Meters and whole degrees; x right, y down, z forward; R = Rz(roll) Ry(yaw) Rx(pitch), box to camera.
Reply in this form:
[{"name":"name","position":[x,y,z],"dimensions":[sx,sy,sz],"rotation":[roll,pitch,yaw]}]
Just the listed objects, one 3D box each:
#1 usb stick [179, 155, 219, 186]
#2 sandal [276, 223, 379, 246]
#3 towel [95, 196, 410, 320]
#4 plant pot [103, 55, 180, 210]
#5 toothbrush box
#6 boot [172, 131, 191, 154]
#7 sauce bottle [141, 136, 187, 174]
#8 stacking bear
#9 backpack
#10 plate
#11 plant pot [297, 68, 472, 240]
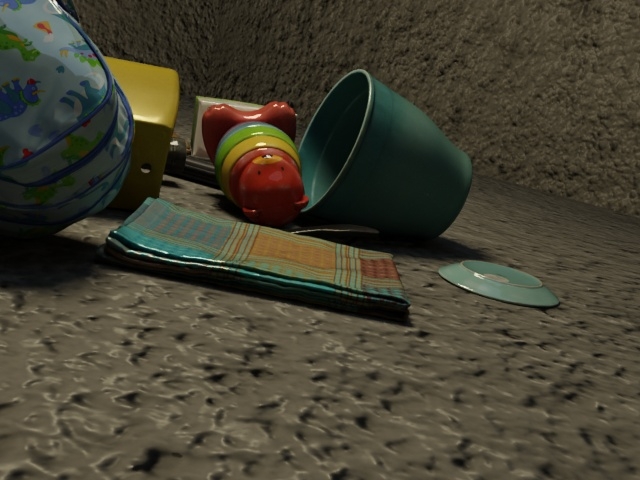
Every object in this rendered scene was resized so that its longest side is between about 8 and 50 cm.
[{"name":"usb stick","position":[-0.248,-0.144,1.581],"dimensions":[0.278,0.045,0.077],"rotation":[16,6,20]},{"name":"sandal","position":[0.000,0.000,1.194],"dimensions":[0.179,0.040,0.067],"rotation":[-3,8,-4]},{"name":"towel","position":[-0.075,0.016,1.023],"dimensions":[0.370,0.040,0.271],"rotation":[12,13,-3]},{"name":"plant pot","position":[-0.327,-0.153,1.208],"dimensions":[0.212,0.212,0.187],"rotation":[7,26,-25]},{"name":"toothbrush box","position":[-0.179,-0.245,1.743],"dimensions":[0.206,0.122,0.283],"rotation":[7,12,-11]},{"name":"boot","position":[-0.405,-0.272,1.860],"dimensions":[0.112,0.115,0.305],"rotation":[5,16,-45]},{"name":"sauce bottle","position":[-0.414,-0.177,1.404],"dimensions":[0.345,0.111,0.111],"rotation":[4,14,-26]},{"name":"stacking bear","position":[-0.101,-0.118,1.346],"dimensions":[0.176,0.164,0.289],"rotation":[-5,27,-12]},{"name":"backpack","position":[-0.378,-0.169,0.903],"dimensions":[0.290,0.355,0.273],"rotation":[-39,7,-30]},{"name":"plate","position":[0.275,0.060,1.202],"dimensions":[0.188,0.024,0.188],"rotation":[13,12,-3]},{"name":"plant pot","position":[0.119,-0.128,1.403],"dimensions":[0.255,0.271,0.271],"rotation":[23,7,-22]}]
